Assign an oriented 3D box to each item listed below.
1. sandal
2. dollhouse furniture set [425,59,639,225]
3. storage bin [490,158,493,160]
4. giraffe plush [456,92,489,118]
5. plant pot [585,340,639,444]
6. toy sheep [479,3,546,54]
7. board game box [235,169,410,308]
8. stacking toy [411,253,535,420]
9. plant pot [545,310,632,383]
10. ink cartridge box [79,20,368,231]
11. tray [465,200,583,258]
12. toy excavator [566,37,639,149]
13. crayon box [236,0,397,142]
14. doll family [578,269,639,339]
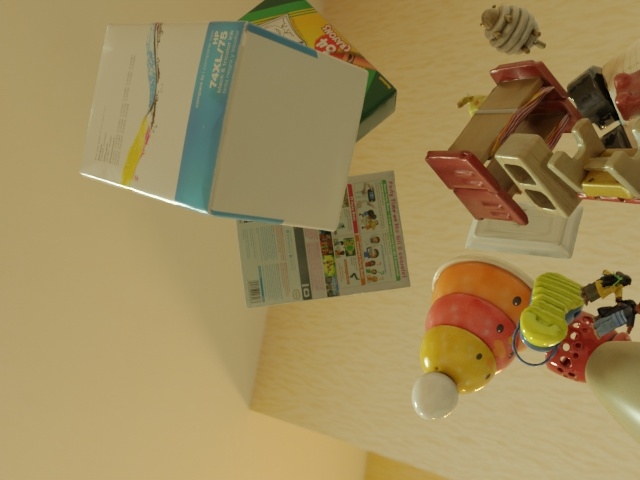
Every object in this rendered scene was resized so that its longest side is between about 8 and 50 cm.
[{"bbox_3d":[0.513,0.179,1.544,0.317,0.126,0.138,-32,-37,-47],"label":"sandal"},{"bbox_3d":[0.337,-0.130,0.921,0.152,0.374,0.201,43,-102,-24],"label":"dollhouse furniture set"},{"bbox_3d":[0.498,-0.304,2.040,0.091,0.098,0.135,-1,-62,-18],"label":"storage bin"},{"bbox_3d":[0.478,-0.342,1.750,0.181,0.170,0.210,-10,-110,-42],"label":"giraffe plush"},{"bbox_3d":[0.714,0.324,1.454,0.257,0.274,0.256,-5,-76,-21],"label":"plant pot"},{"bbox_3d":[0.335,-0.362,1.176,0.132,0.091,0.091,27,-109,-16],"label":"toy sheep"},{"bbox_3d":[0.000,0.000,1.275,0.097,0.304,0.223,104,159,-83],"label":"board game box"},{"bbox_3d":[0.387,0.301,1.836,0.480,0.351,0.350,-51,-53,-37],"label":"stacking toy"},{"bbox_3d":[0.732,0.298,1.834,0.191,0.174,0.191,-21,-60,-41],"label":"plant pot"},{"bbox_3d":[-0.122,-0.138,0.814,0.198,0.270,0.197,6,-83,-48],"label":"ink cartridge box"},{"bbox_3d":[0.496,-0.038,1.678,0.030,0.271,0.145,42,-118,-48],"label":"tray"},{"bbox_3d":[0.687,-0.124,1.148,0.445,0.222,0.432,17,-129,-31],"label":"toy excavator"},{"bbox_3d":[-0.072,-0.327,1.462,0.313,0.363,0.106,-39,-16,-8],"label":"crayon box"},{"bbox_3d":[0.599,0.123,1.384,0.076,0.111,0.193,40,-148,-37],"label":"doll family"}]
